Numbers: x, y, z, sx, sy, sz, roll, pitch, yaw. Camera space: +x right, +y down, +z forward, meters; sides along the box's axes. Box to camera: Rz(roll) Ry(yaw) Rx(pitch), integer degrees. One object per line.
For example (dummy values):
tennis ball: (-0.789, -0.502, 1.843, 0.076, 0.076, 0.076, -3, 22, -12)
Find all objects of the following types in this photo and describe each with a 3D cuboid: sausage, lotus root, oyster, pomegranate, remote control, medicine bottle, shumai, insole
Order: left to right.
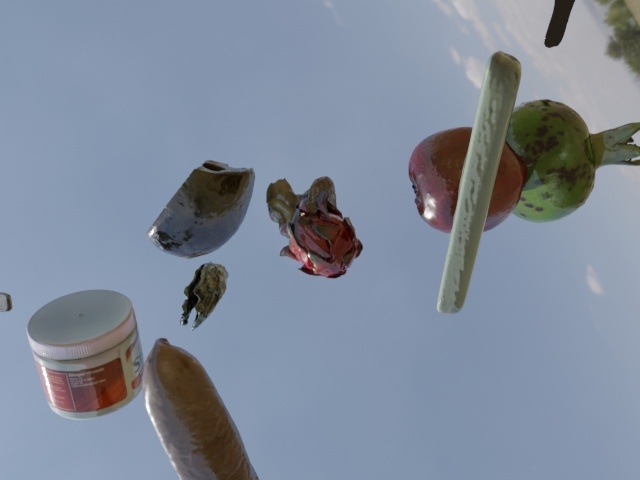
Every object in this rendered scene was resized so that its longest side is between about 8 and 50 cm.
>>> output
medicine bottle: (-0.591, 0.289, 1.400, 0.252, 0.253, 0.240, -50, -35, -55)
lotus root: (-0.296, -0.061, 1.352, 0.210, 0.314, 0.142, 23, -153, -15)
oyster: (-0.363, 0.165, 1.736, 0.112, 0.198, 0.267, 23, -121, -3)
sausage: (-0.189, 0.387, 0.960, 0.136, 0.123, 0.500, -123, 15, -61)
shumai: (-0.046, -0.059, 1.267, 0.161, 0.153, 0.209, 73, -151, -64)
remote control: (0.179, -0.055, 0.627, 0.090, 0.038, 0.309, -49, -32, -58)
pomegranate: (0.399, -0.138, 0.926, 0.211, 0.263, 0.210, -9, -90, -70)
insole: (0.494, -0.486, 1.109, 0.064, 0.188, 0.004, -10, -141, -14)

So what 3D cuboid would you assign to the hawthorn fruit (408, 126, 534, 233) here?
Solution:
hawthorn fruit: (0.232, -0.095, 0.831, 0.169, 0.188, 0.168, -20, -90, -79)

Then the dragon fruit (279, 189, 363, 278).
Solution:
dragon fruit: (0.003, -0.002, 0.945, 0.142, 0.121, 0.130, 27, -118, -4)

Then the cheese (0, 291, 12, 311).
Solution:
cheese: (-0.806, 0.139, 1.228, 0.050, 0.235, 0.127, -34, -60, -82)
